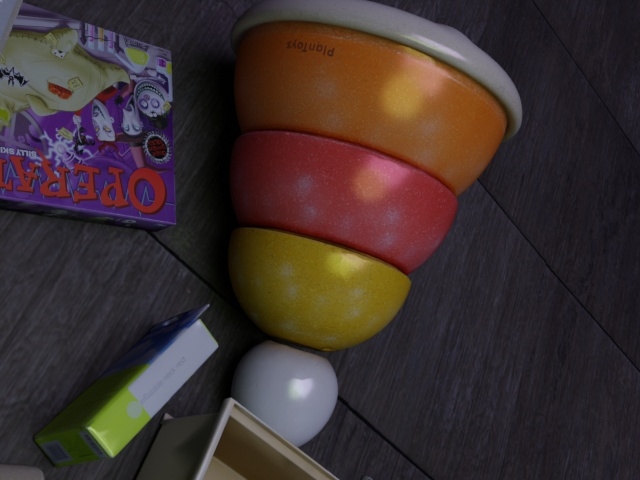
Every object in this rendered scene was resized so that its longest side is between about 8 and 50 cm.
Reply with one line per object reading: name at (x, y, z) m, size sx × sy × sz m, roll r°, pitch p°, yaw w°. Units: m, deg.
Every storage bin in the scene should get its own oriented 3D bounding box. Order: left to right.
storage bin at (-0.085, 0.340, 0.832) m, size 0.260 × 0.123 × 0.262 m, roll 43°, pitch 50°, yaw -28°

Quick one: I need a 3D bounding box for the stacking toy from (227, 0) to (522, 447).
stacking toy at (0.000, 0.000, 0.962) m, size 0.351 × 0.351 × 0.479 m, roll 25°, pitch 80°, yaw -39°

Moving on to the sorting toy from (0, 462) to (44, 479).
sorting toy at (-0.315, 0.264, 0.638) m, size 0.348 × 0.047 × 0.195 m, roll 10°, pitch 59°, yaw -22°

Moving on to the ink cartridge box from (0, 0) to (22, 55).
ink cartridge box at (-0.385, -0.145, 0.615) m, size 0.272 × 0.130 × 0.309 m, roll 23°, pitch 65°, yaw -23°

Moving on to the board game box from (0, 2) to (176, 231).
board game box at (-0.296, -0.131, 0.820) m, size 0.347 × 0.056 × 0.208 m, roll 9°, pitch 76°, yaw -44°

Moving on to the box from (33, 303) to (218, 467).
box at (-0.177, 0.137, 0.810) m, size 0.042 × 0.109 × 0.178 m, roll 56°, pitch 46°, yaw -12°

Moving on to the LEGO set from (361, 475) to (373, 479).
LEGO set at (0.060, 0.391, 0.986) m, size 0.087 × 0.093 × 0.227 m, roll 53°, pitch 47°, yaw -21°
